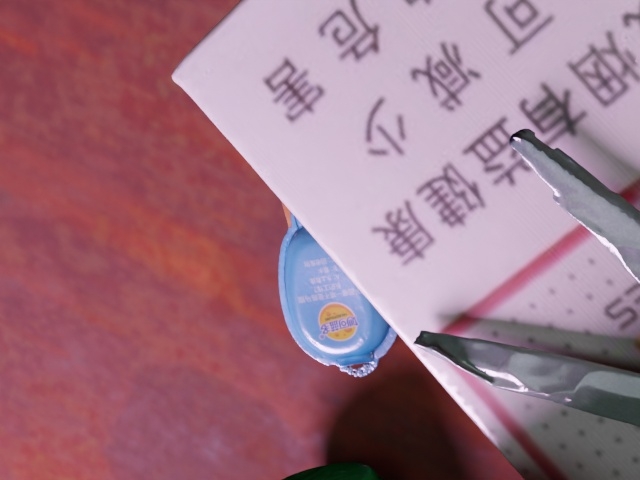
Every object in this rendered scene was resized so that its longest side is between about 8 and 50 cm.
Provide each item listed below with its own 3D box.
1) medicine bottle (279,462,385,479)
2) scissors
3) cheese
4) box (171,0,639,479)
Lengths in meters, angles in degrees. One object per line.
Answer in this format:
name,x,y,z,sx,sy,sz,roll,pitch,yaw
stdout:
medicine bottle,0.036,0.238,0.666,0.111,0.076,0.309,5,113,68
scissors,0.149,0.058,0.489,0.248,0.017,0.144,28,118,11
cheese,0.000,0.000,0.632,0.047,0.017,0.111,-11,105,22
box,0.139,-0.002,0.530,0.210,0.095,0.330,-41,90,30
